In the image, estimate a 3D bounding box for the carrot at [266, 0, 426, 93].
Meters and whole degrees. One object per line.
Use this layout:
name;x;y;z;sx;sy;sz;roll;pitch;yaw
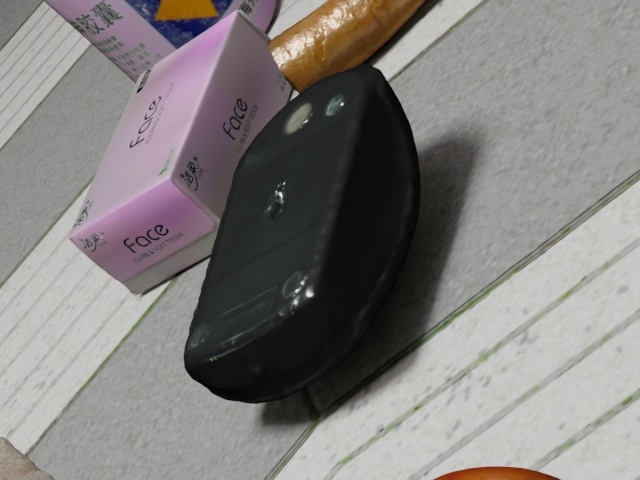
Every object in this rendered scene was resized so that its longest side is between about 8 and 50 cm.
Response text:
carrot;0.053;-0.206;1.609;0.205;0.072;0.072;-35;26;10

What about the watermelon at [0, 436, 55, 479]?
watermelon;-0.273;0.264;1.264;0.193;0.232;0.310;-23;-14;-39

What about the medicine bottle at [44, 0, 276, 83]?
medicine bottle;-0.202;-0.290;1.873;0.178;0.290;0.178;-37;27;22

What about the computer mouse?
computer mouse;0.000;0.000;1.324;0.170;0.100;0.269;-31;34;43

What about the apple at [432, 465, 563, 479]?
apple;0.080;0.185;0.858;0.163;0.139;0.163;-37;29;24

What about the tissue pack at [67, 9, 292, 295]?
tissue pack;-0.121;-0.086;1.671;0.148;0.092;0.246;-28;30;35
